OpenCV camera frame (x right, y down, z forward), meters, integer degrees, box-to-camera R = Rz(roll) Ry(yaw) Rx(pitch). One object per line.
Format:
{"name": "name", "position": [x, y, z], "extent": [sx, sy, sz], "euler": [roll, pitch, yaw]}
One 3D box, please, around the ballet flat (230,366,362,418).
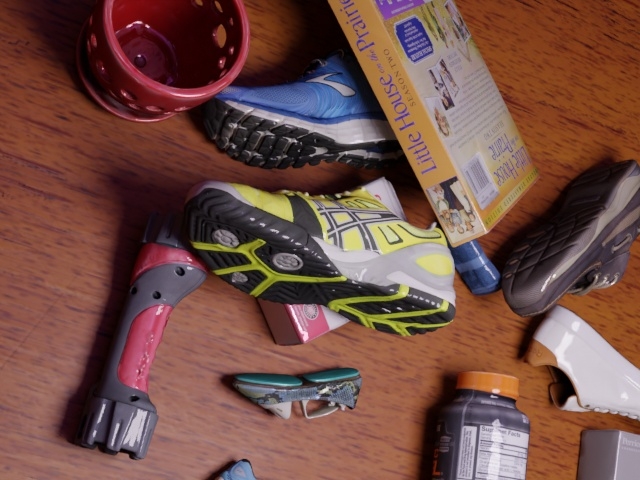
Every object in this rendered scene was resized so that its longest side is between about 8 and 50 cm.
{"name": "ballet flat", "position": [-0.030, 0.206, 1.740], "extent": [0.188, 0.070, 0.070], "euler": [0, 82, -24]}

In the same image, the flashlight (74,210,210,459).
{"name": "flashlight", "position": [-0.208, 0.118, 1.636], "extent": [0.103, 0.103, 0.304], "euler": [20, 73, -18]}

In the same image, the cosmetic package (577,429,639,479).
{"name": "cosmetic package", "position": [0.446, 0.403, 1.931], "extent": [0.127, 0.107, 0.238], "euler": [13, 80, -22]}

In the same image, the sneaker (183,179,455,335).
{"name": "sneaker", "position": [0.000, 0.000, 1.657], "extent": [0.385, 0.145, 0.147], "euler": [23, 55, -27]}

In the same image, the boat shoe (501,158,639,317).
{"name": "boat shoe", "position": [0.395, 0.014, 1.925], "extent": [0.355, 0.132, 0.130], "euler": [-42, 110, -36]}

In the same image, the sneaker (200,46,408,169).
{"name": "sneaker", "position": [-0.012, -0.183, 1.787], "extent": [0.330, 0.130, 0.147], "euler": [2, 67, -30]}

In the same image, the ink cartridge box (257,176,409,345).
{"name": "ink cartridge box", "position": [0.017, 0.027, 1.772], "extent": [0.218, 0.092, 0.158], "euler": [-25, 94, -26]}

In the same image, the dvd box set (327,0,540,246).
{"name": "dvd box set", "position": [0.155, -0.226, 1.812], "extent": [0.420, 0.062, 0.307], "euler": [62, 28, -6]}

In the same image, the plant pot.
{"name": "plant pot", "position": [-0.203, -0.244, 1.648], "extent": [0.191, 0.174, 0.191], "euler": [6, 76, -23]}

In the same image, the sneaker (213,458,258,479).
{"name": "sneaker", "position": [-0.063, 0.346, 1.700], "extent": [0.162, 0.063, 0.073], "euler": [48, 62, -13]}

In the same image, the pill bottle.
{"name": "pill bottle", "position": [0.220, 0.305, 1.813], "extent": [0.130, 0.130, 0.245], "euler": [14, 76, -25]}

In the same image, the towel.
{"name": "towel", "position": [0.211, 0.026, 1.885], "extent": [0.029, 0.067, 0.119], "euler": [-40, 101, -28]}

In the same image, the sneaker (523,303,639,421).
{"name": "sneaker", "position": [0.415, 0.224, 1.956], "extent": [0.290, 0.106, 0.123], "euler": [39, 85, -14]}
